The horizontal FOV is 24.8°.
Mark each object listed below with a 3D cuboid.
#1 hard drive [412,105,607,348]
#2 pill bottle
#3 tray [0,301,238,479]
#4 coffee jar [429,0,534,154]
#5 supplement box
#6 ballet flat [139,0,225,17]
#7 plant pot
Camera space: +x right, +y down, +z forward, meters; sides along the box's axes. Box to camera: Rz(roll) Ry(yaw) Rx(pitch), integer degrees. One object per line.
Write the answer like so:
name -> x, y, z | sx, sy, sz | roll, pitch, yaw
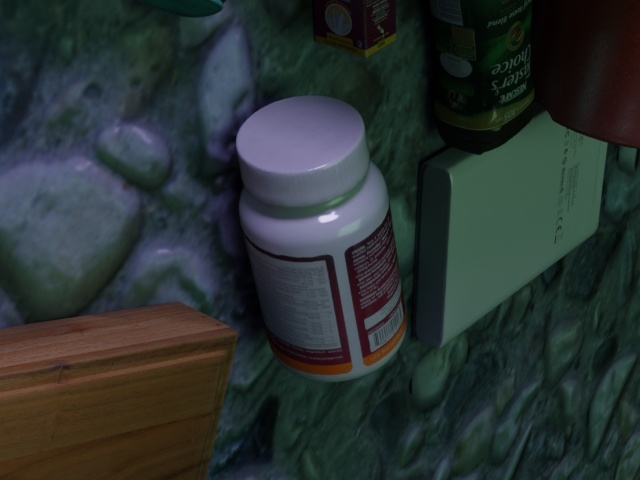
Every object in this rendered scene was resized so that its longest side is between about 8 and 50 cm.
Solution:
hard drive -> 0.205, -0.040, 1.516 | 0.307, 0.040, 0.203 | -30, 132, -42
pill bottle -> 0.000, 0.000, 1.180 | 0.121, 0.121, 0.221 | -43, 139, -33
tray -> -0.230, 0.168, 1.001 | 0.411, 0.076, 0.203 | -7, 114, -54
coffee jar -> 0.148, -0.173, 1.324 | 0.096, 0.079, 0.184 | -40, 138, -35
supplement box -> 0.027, -0.196, 1.164 | 0.043, 0.055, 0.083 | -35, 134, -39
ballet flat -> -0.134, -0.198, 0.943 | 0.206, 0.073, 0.067 | 11, 72, -59
plant pot -> 0.314, -0.245, 1.374 | 0.272, 0.272, 0.265 | -26, 137, -45
